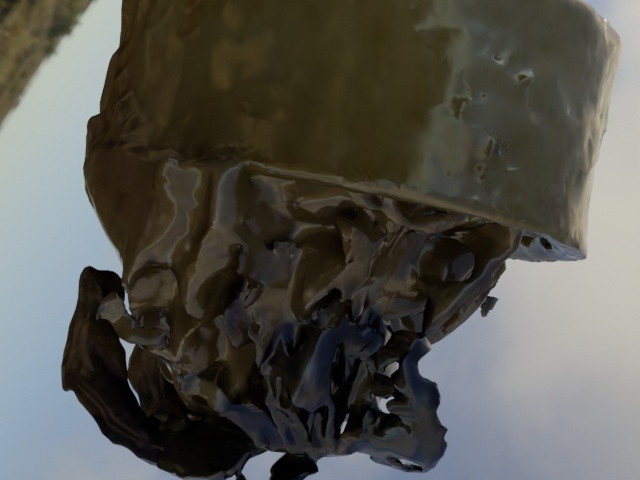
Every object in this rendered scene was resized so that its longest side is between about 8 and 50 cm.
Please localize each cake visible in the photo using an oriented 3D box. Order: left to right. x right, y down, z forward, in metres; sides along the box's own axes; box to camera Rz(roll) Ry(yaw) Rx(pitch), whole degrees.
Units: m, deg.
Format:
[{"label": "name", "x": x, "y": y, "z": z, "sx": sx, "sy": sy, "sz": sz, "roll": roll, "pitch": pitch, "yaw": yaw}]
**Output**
[{"label": "cake", "x": 0.004, "y": 0.001, "z": 0.729, "sx": 0.332, "sy": 0.332, "sz": 0.321, "roll": -179, "pitch": -78, "yaw": -71}]
